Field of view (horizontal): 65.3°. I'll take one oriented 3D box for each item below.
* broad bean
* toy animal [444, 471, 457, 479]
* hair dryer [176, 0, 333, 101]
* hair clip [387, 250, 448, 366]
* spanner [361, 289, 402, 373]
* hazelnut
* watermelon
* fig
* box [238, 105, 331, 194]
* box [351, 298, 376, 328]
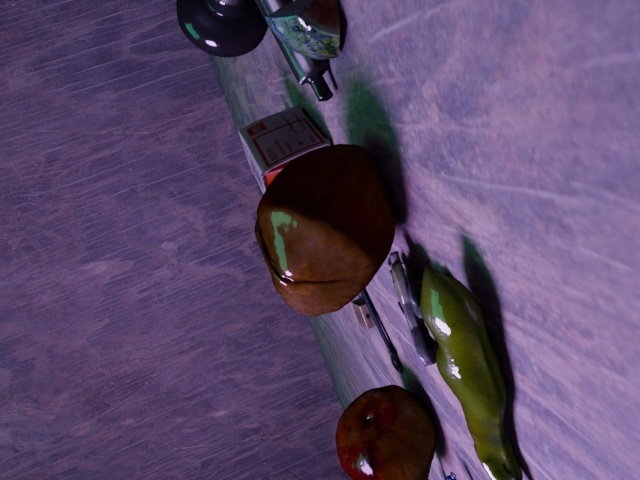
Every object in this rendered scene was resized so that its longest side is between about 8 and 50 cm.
[{"bbox_3d":[0.169,0.160,0.512,0.318,0.056,0.098,64,166,-10],"label":"broad bean"},{"bbox_3d":[0.258,0.452,0.741,0.217,0.041,0.075,55,163,41],"label":"toy animal"},{"bbox_3d":[-0.107,-0.319,0.721,0.320,0.155,0.284,-173,71,-71],"label":"hair dryer"},{"bbox_3d":[0.119,0.082,0.622,0.187,0.056,0.146,85,168,-72],"label":"hair clip"},{"bbox_3d":[0.116,0.168,0.998,0.046,0.012,0.208,86,160,-68],"label":"spanner"},{"bbox_3d":[0.003,-0.020,0.638,0.212,0.181,0.181,106,149,-45],"label":"hazelnut"},{"bbox_3d":[-0.016,-0.250,0.576,0.084,0.092,0.072,118,169,-68],"label":"watermelon"},{"bbox_3d":[0.158,0.405,0.897,0.290,0.190,0.190,51,171,1],"label":"fig"},{"bbox_3d":[-0.057,-0.147,0.882,0.182,0.133,0.099,-118,9,-48],"label":"box"},{"bbox_3d":[0.093,0.157,1.074,0.083,0.024,0.053,-170,58,-82],"label":"box"}]
